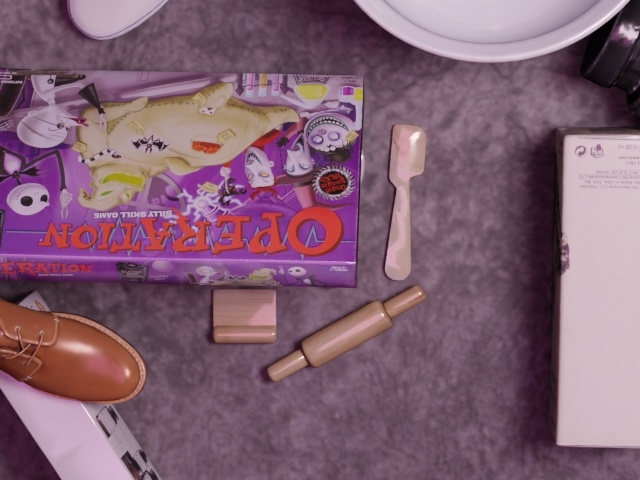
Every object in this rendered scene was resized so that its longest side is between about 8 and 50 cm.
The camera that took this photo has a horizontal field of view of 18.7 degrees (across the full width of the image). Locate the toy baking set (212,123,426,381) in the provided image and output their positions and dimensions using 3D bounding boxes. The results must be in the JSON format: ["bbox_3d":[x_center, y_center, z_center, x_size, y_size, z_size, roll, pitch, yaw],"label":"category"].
[{"bbox_3d":[0.002,0.007,1.769,0.256,0.030,0.197,-25,96,5],"label":"toy baking set"}]

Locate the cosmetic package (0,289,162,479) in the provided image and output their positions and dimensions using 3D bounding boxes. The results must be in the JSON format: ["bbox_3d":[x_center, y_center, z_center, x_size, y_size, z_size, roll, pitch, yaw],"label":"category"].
[{"bbox_3d":[-0.222,0.163,1.766,0.060,0.099,0.239,-32,95,3],"label":"cosmetic package"}]

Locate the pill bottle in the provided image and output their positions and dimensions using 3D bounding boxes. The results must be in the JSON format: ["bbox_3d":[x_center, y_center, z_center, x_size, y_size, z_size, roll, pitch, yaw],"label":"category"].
[{"bbox_3d":[0.343,-0.140,1.684,0.219,0.123,0.123,23,98,-5],"label":"pill bottle"}]

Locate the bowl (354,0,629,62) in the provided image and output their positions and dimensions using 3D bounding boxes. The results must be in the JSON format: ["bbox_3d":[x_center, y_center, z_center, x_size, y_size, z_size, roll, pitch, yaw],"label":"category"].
[{"bbox_3d":[0.149,-0.282,1.658,0.297,0.134,0.298,-1,82,6],"label":"bowl"}]

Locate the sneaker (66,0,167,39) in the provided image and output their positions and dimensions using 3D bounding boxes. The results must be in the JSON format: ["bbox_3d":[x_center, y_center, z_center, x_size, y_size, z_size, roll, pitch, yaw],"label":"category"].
[{"bbox_3d":[-0.142,-0.272,1.686,0.094,0.091,0.258,41,114,-2],"label":"sneaker"}]

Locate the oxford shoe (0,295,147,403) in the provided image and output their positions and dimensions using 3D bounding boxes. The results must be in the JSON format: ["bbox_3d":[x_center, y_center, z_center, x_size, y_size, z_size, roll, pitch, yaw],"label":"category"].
[{"bbox_3d":[-0.252,0.092,1.673,0.212,0.076,0.076,20,94,-3],"label":"oxford shoe"}]

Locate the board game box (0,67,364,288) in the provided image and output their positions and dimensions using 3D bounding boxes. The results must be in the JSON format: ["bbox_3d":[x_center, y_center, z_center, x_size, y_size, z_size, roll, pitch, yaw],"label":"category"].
[{"bbox_3d":[-0.137,-0.057,1.698,0.346,0.056,0.208,1,59,2],"label":"board game box"}]

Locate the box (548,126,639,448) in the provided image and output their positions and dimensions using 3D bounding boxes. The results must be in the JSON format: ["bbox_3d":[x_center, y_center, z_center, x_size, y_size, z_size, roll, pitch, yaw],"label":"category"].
[{"bbox_3d":[0.253,0.039,1.724,0.094,0.113,0.275,1,96,3],"label":"box"}]
